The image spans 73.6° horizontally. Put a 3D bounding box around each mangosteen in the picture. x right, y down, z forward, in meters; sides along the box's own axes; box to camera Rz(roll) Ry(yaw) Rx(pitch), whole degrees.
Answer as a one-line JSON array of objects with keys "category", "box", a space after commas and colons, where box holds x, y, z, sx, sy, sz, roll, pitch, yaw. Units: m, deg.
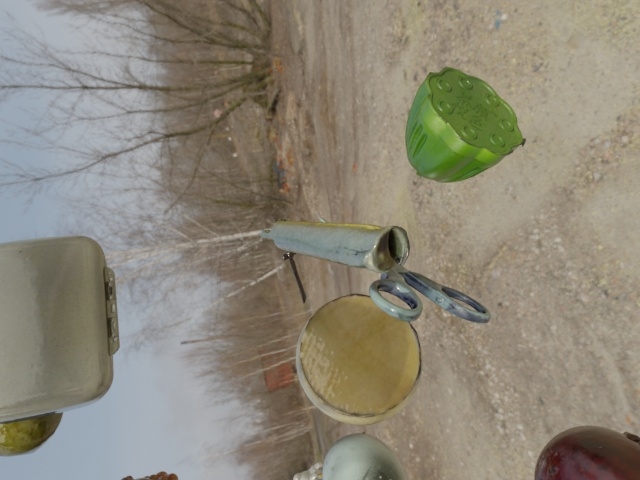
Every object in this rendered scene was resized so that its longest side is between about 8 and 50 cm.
[{"category": "mangosteen", "box": [0.390, 0.390, 0.585, 0.258, 0.215, 0.215, -57, 13, 1]}]

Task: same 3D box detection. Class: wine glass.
[{"category": "wine glass", "box": [0.107, 0.529, 0.874, 0.357, 0.190, 0.191, 133, 125, -78]}]

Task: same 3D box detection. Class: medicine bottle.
[{"category": "medicine bottle", "box": [-0.582, 0.174, 0.907, 0.123, 0.282, 0.376, 122, 137, -58]}]

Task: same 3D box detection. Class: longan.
[{"category": "longan", "box": [-0.648, 0.373, 0.923, 0.155, 0.144, 0.176, -56, -49, -82]}]

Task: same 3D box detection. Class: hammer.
[{"category": "hammer", "box": [-0.063, 0.104, 1.229, 0.021, 0.065, 0.179, 6, 122, 42]}]

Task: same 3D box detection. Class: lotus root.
[{"category": "lotus root", "box": [0.209, -0.162, 0.718, 0.186, 0.186, 0.186, 169, 90, -81]}]

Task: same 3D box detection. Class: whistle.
[{"category": "whistle", "box": [0.000, -0.001, 0.628, 0.326, 0.067, 0.057, 9, 90, 59]}]

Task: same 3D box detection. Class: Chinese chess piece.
[{"category": "Chinese chess piece", "box": [0.078, 0.237, 0.871, 0.104, 0.256, 0.258, 89, 167, -62]}]

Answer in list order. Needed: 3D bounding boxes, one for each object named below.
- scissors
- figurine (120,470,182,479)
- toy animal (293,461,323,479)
[{"category": "scissors", "box": [0.118, 0.041, 0.819, 0.383, 0.255, 0.029, 44, 118, 49]}, {"category": "figurine", "box": [-0.405, 0.551, 0.793, 0.382, 0.224, 0.205, 41, -143, -54]}, {"category": "toy animal", "box": [0.012, 0.745, 1.243, 0.181, 0.130, 0.127, -149, 49, -63]}]
